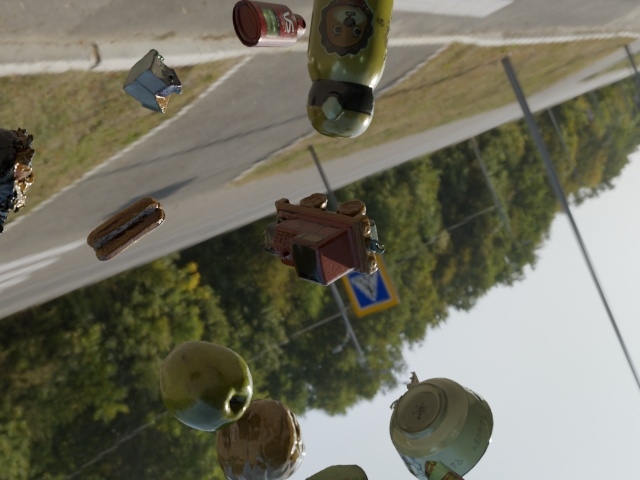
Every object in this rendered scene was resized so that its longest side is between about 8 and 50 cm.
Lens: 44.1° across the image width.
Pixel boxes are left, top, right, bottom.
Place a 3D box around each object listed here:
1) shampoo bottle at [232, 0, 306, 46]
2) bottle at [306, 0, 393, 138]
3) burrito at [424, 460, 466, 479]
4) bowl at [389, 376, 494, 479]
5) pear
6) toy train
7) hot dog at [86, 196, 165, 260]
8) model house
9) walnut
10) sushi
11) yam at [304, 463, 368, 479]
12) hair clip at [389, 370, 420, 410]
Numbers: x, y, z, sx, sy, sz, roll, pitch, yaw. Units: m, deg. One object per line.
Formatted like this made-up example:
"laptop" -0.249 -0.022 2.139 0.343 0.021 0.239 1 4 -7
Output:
"shampoo bottle" -0.127 -0.566 2.077 0.076 0.118 0.314 -17 -175 25
"bottle" 0.057 -0.386 1.635 0.171 0.351 0.171 6 -178 0
"burrito" 0.306 0.502 1.437 0.054 0.288 0.104 -49 153 -24
"bowl" 0.247 0.397 1.734 0.237 0.126 0.238 -28 -145 22
"pear" -0.342 0.419 2.315 0.307 0.253 0.253 27 -142 36
"toy train" 0.000 0.000 2.020 0.231 0.163 0.369 -29 -151 -37
"hot dog" -0.381 -0.026 1.562 0.165 0.071 0.045 -37 -160 -17
"model house" -0.350 -0.343 1.700 0.100 0.100 0.088 -26 -140 38
"walnut" -0.183 0.627 2.449 0.285 0.285 0.296 -26 175 -33
"sushi" -0.744 -0.113 1.725 0.207 0.234 0.348 2 164 -27
"yam" 0.063 0.736 2.140 0.202 0.271 0.201 -25 -147 -23
"hair clip" 0.279 0.465 2.419 0.072 0.034 0.226 18 -156 17
